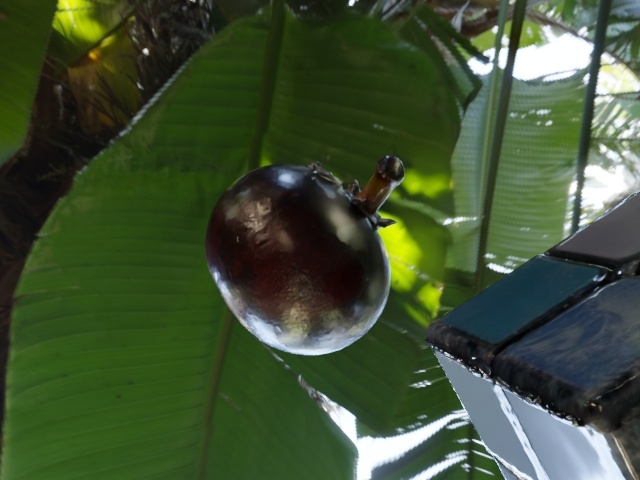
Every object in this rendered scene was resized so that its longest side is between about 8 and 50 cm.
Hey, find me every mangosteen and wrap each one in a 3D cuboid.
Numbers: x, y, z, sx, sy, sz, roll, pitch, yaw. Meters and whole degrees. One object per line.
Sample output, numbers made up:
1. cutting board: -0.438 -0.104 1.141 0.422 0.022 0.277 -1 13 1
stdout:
1. mangosteen: 0.000 0.000 0.926 0.261 0.235 0.235 -40 -97 7

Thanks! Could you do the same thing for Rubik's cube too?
1. Rubik's cube: 0.333 0.154 0.703 0.318 0.316 0.313 -31 -79 -8
